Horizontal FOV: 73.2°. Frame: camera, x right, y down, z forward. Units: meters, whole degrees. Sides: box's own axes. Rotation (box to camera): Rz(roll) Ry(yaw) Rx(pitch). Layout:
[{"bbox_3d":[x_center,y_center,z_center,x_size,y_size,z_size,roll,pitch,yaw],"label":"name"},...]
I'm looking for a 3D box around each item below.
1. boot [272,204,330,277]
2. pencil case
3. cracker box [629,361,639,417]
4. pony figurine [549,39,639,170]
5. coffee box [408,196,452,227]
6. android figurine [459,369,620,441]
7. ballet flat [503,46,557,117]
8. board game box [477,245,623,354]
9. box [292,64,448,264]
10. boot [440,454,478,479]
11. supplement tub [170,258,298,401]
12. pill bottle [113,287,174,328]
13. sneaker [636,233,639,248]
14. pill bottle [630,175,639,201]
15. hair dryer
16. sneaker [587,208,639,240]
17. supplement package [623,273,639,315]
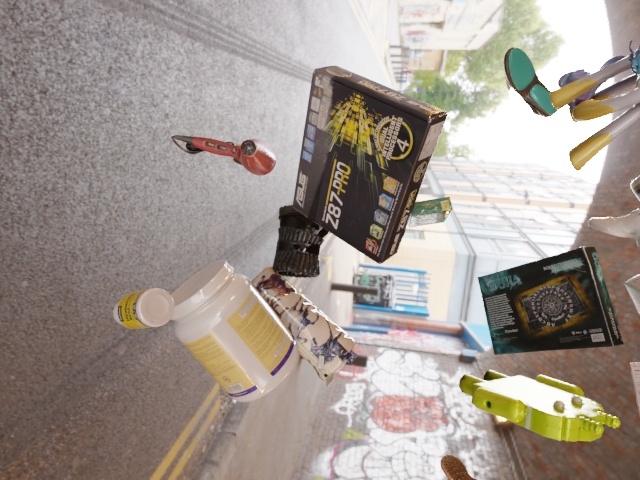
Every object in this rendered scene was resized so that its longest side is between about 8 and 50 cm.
[{"bbox_3d":[0.000,0.002,1.544,0.131,0.347,0.260,54,33,-63],"label":"boot"},{"bbox_3d":[-0.077,0.262,1.363,0.160,0.410,0.183,-47,-177,21],"label":"pencil case"},{"bbox_3d":[0.934,0.472,1.204,0.155,0.067,0.232,31,56,-41],"label":"cracker box"},{"bbox_3d":[0.624,-0.321,0.773,0.303,0.363,0.351,44,47,-17],"label":"pony figurine"},{"bbox_3d":[0.306,-0.078,1.226,0.184,0.113,0.041,38,44,-77],"label":"coffee box"},{"bbox_3d":[0.421,0.316,0.846,0.272,0.248,0.056,3,-91,59],"label":"android figurine"},{"bbox_3d":[0.676,-0.513,1.430,0.095,0.280,0.096,-46,-161,1],"label":"ballet flat"},{"bbox_3d":[0.311,0.092,0.611,0.186,0.026,0.126,-33,-120,60],"label":"board game box"},{"bbox_3d":[0.096,-0.182,1.063,0.097,0.318,0.395,-29,144,-41],"label":"box"},{"bbox_3d":[0.355,0.631,1.142,0.084,0.158,0.059,-32,-169,49],"label":"boot"},{"bbox_3d":[-0.240,0.242,1.176,0.331,0.241,0.241,56,25,-17],"label":"supplement tub"},{"bbox_3d":[-0.309,0.119,0.742,0.065,0.116,0.065,16,67,-45],"label":"pill bottle"},{"bbox_3d":[0.897,-0.073,1.071,0.258,0.091,0.094,-55,-153,33],"label":"sneaker"},{"bbox_3d":[0.616,-0.048,0.725,0.094,0.094,0.169,64,5,-72],"label":"pill bottle"},{"bbox_3d":[-0.217,-0.204,1.038,0.223,0.293,0.080,2,94,-38],"label":"hair dryer"},{"bbox_3d":[0.942,-0.055,1.317,0.080,0.212,0.094,-5,109,-39],"label":"sneaker"},{"bbox_3d":[0.530,0.091,0.496,0.149,0.194,0.203,58,7,-10],"label":"supplement package"}]
